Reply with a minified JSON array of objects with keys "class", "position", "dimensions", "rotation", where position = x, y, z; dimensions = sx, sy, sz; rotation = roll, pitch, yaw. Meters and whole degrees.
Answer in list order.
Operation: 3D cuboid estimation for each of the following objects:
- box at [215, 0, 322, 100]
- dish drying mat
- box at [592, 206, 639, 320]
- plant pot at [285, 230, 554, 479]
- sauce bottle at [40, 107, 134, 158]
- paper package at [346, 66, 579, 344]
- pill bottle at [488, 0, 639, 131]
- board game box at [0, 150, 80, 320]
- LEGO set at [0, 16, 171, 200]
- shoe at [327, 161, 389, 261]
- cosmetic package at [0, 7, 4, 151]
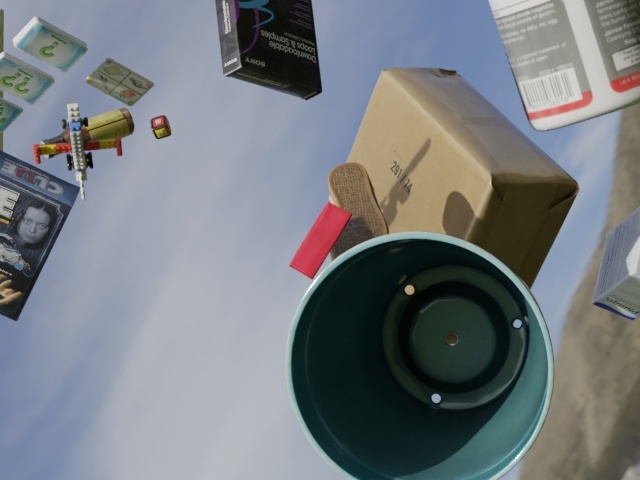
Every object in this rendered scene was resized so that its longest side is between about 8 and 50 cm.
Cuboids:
[{"class":"box","position":[-0.053,-0.227,1.396],"dimensions":[0.116,0.029,0.162],"rotation":[10,-112,-46]},{"class":"dish drying mat","position":[0.000,0.000,1.542],"dimensions":[0.083,0.032,0.008],"rotation":[-58,-16,-7]},{"class":"box","position":[0.473,0.031,2.102],"dimensions":[0.137,0.072,0.126],"rotation":[128,162,-62]},{"class":"plant pot","position":[0.125,0.117,1.529],"dimensions":[0.272,0.271,0.255],"rotation":[-61,-10,10]},{"class":"sauce bottle","position":[-0.313,-0.142,1.898],"dimensions":[0.128,0.042,0.042],"rotation":[-21,-37,-27]},{"class":"paper package","position":[0.179,-0.047,2.095],"dimensions":[0.168,0.325,0.310],"rotation":[1,-57,-34]},{"class":"pill bottle","position":[0.263,-0.276,1.545],"dimensions":[0.161,0.161,0.283],"rotation":[-28,-79,-53]},{"class":"board game box","position":[-0.392,-0.035,1.467],"dimensions":[0.165,0.243,0.042],"rotation":[-59,12,28]},{"class":"LEGO set","position":[-0.307,-0.154,1.765],"dimensions":[0.182,0.060,0.244],"rotation":[-38,-46,27]},{"class":"shoe","position":[0.049,-0.011,1.787],"dimensions":[0.219,0.076,0.058],"rotation":[-94,-8,-48]},{"class":"cosmetic package","position":[-0.618,-0.207,2.125],"dimensions":[0.097,0.284,0.377],"rotation":[-47,-27,-49]}]
